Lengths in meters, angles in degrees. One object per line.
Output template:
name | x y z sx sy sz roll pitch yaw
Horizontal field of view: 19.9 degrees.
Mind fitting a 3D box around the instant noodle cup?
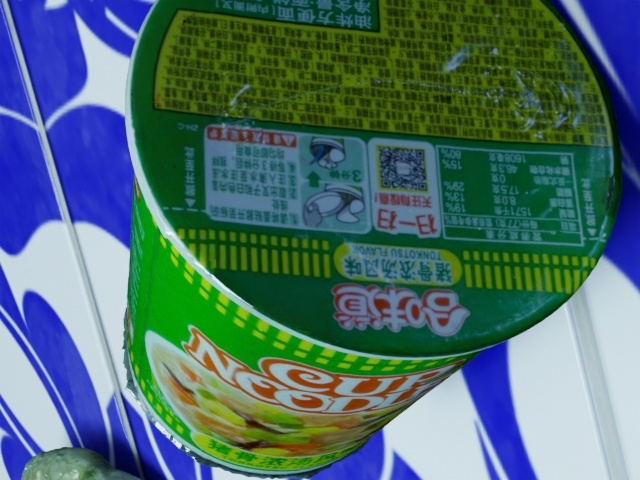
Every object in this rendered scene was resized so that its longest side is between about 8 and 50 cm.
instant noodle cup | 0.000 0.000 0.816 0.207 0.207 0.232 58 156 17

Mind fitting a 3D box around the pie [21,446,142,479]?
pie | -0.137 0.255 1.285 0.240 0.054 0.240 34 136 41
